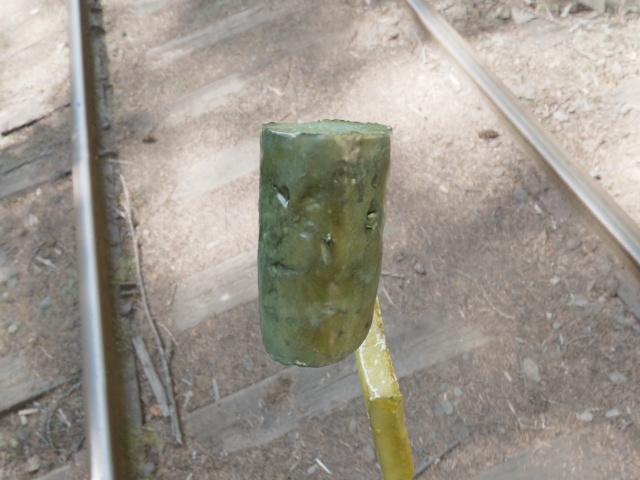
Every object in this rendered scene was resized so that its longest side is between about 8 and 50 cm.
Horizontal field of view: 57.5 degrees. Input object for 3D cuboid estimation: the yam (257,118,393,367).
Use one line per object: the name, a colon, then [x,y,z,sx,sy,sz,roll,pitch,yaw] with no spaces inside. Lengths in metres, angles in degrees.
yam: [0.000,0.000,0.484,0.108,0.193,0.107,3,16,-1]

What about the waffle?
waffle: [0.087,0.215,0.905,0.055,0.221,0.247,-12,37,2]
